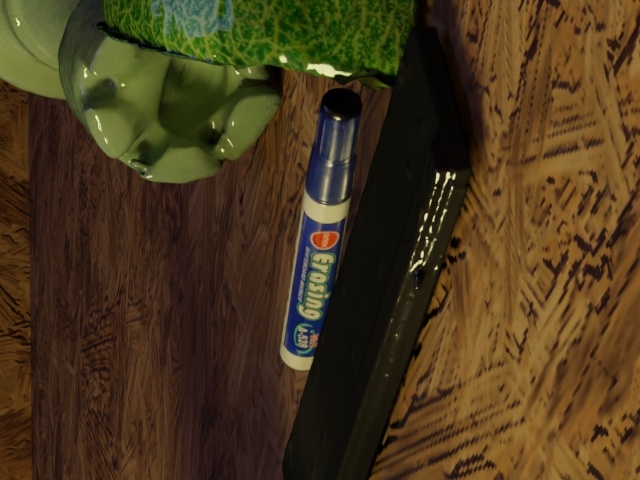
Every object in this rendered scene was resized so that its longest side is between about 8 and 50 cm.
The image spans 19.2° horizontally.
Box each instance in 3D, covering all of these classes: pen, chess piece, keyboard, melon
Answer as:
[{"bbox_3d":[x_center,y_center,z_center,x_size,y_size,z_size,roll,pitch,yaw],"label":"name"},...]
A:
[{"bbox_3d":[0.000,0.000,0.905,0.204,0.025,0.025,99,167,-54],"label":"pen"},{"bbox_3d":[-0.128,-0.146,1.219,0.299,0.195,0.194,-129,43,-58],"label":"chess piece"},{"bbox_3d":[0.020,0.048,0.877,0.101,0.018,0.309,-99,17,-44],"label":"keyboard"},{"bbox_3d":[-0.035,-0.175,0.929,0.265,0.129,0.169,-135,52,-73],"label":"melon"}]
